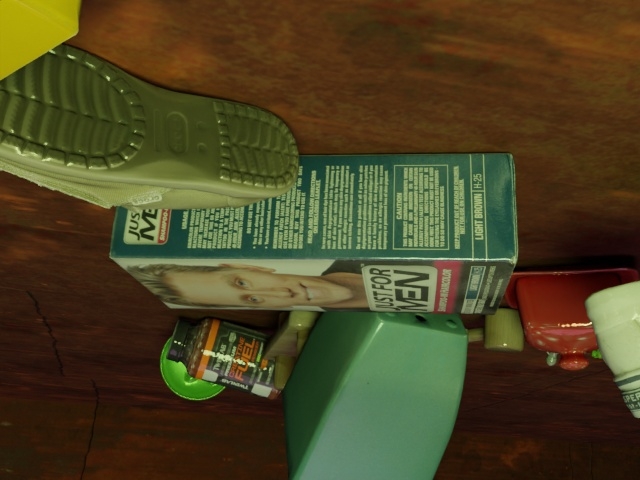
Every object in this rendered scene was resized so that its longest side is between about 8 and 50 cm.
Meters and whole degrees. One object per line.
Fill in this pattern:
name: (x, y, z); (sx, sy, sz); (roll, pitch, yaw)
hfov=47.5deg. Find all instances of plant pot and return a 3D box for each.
plant pot: (0.068, 0.160, 0.848); (0.165, 0.166, 0.234); (12, 120, -13)

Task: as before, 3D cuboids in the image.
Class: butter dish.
butter dish: (0.312, 0.102, 0.905); (0.159, 0.118, 0.160); (-3, 159, 18)

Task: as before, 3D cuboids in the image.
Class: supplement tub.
supplement tub: (-0.152, 0.191, 1.209); (0.197, 0.106, 0.106); (17, 158, -8)

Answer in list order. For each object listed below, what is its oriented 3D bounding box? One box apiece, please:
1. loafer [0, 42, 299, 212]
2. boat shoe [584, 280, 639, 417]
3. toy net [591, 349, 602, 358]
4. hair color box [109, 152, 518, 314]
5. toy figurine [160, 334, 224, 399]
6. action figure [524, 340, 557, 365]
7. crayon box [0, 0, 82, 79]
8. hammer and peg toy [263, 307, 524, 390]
loafer: (-0.149, -0.067, 0.539); (0.268, 0.102, 0.092); (13, 152, -27)
boat shoe: (0.369, 0.019, 0.665); (0.367, 0.157, 0.136); (-20, 165, -27)
toy net: (0.431, 0.091, 0.937); (0.122, 0.045, 0.232); (-12, 154, -9)
hair color box: (0.000, 0.000, 0.695); (0.347, 0.105, 0.174); (1, 159, 8)
toy figurine: (-0.202, 0.212, 1.336); (0.173, 0.130, 0.159); (-19, 176, -9)
action figure: (0.383, 0.140, 1.088); (0.137, 0.064, 0.232); (2, 156, 13)
crayon box: (-0.344, -0.149, 0.339); (0.362, 0.106, 0.313); (-13, 154, 36)
hammer and peg toy: (0.106, 0.166, 1.091); (0.361, 0.128, 0.266); (7, 159, -12)
